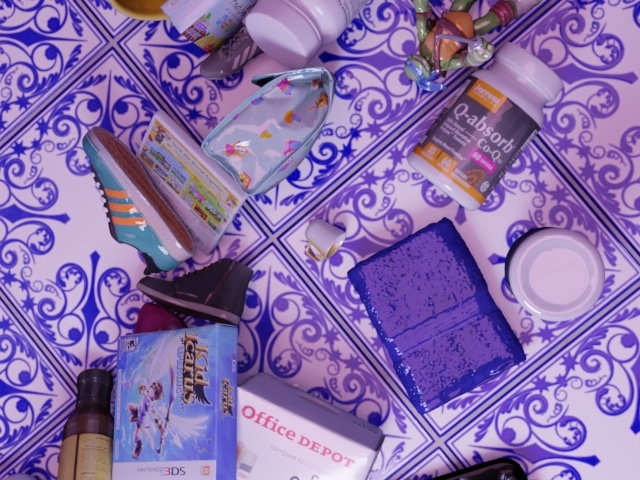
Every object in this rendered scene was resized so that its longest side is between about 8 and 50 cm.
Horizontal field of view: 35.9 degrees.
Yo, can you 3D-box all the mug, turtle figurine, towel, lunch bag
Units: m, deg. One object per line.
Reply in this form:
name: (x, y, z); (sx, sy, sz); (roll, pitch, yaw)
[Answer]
mug: (0.001, -0.002, 1.863); (0.064, 0.062, 0.078); (37, 89, 14)
turtle figurine: (0.250, -0.408, 1.733); (0.266, 0.275, 0.198); (-41, 41, -11)
towel: (0.212, 0.138, 1.832); (0.227, 0.076, 0.308); (-28, 86, 1)
lunch bag: (-0.073, -0.216, 1.786); (0.160, 0.223, 0.262); (44, 95, -1)

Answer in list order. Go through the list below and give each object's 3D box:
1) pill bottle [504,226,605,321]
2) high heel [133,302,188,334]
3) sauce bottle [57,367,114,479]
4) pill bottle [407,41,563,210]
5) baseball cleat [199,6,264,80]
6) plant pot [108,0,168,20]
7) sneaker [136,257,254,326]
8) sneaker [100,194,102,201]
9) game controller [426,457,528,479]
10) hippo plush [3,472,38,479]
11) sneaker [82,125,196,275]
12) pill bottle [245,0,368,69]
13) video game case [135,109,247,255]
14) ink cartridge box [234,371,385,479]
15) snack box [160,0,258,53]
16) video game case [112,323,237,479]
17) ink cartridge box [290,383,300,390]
pill bottle: (0.395, 0.052, 1.703); (0.153, 0.264, 0.153); (0, 92, 7)
high heel: (-0.341, 0.314, 1.917); (0.181, 0.127, 0.377); (36, 104, 39)
sauce bottle: (-0.424, 0.394, 1.819); (0.111, 0.111, 0.344); (-12, 48, 8)
pill bottle: (0.296, -0.204, 1.765); (0.162, 0.162, 0.278); (38, 96, 6)
baseball cleat: (-0.145, -0.379, 1.853); (0.206, 0.109, 0.072); (-26, 53, 2)
plant pot: (-0.307, -0.575, 1.818); (0.254, 0.254, 0.239); (-26, 71, 8)
sneaker: (-0.238, 0.082, 1.899); (0.222, 0.083, 0.118); (15, 73, 16)
sneaker: (-0.383, -0.094, 1.914); (0.069, 0.038, 0.098); (37, 125, 5)
game controller: (0.241, 0.517, 1.831); (0.319, 0.067, 0.166); (-20, 88, 9)
hippo plush: (-0.548, 0.584, 1.906); (0.236, 0.234, 0.294); (17, 77, 37)
sneaker: (-0.366, -0.065, 1.844); (0.121, 0.108, 0.302); (-32, 100, 14)
pill bottle: (0.003, -0.451, 1.759); (0.160, 0.160, 0.283); (36, 73, 6)
video game case: (-0.253, -0.104, 1.848); (0.227, 0.026, 0.206); (45, 140, 6)
ink cartridge box: (-0.088, 0.471, 1.775); (0.279, 0.160, 0.385); (24, 94, 8)
snack box: (-0.180, -0.436, 1.807); (0.174, 0.207, 0.070); (-38, 86, 6)
video game case: (-0.258, 0.291, 1.738); (0.244, 0.061, 0.270); (-10, 74, 32)
ink cartridge box: (-0.076, 0.405, 1.881); (0.171, 0.056, 0.235); (-20, 86, 8)
